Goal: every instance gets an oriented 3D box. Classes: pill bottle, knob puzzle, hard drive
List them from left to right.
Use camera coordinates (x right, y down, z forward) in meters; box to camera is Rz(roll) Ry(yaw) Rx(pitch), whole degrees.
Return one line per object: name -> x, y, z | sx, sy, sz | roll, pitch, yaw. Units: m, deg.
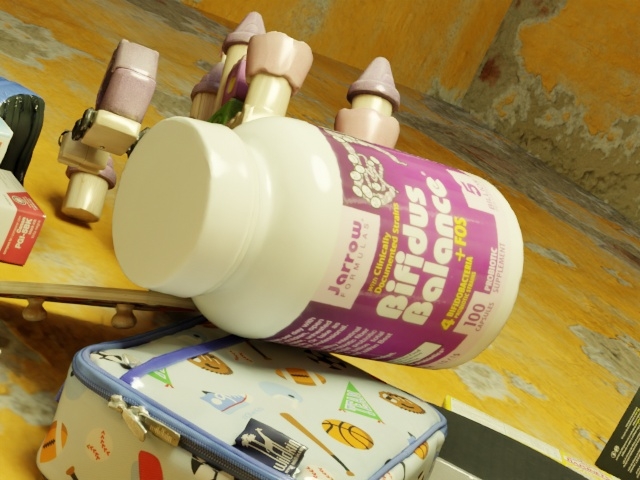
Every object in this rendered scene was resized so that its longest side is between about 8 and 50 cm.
knob puzzle -> -0.178, 0.054, 1.106 | 0.213, 0.030, 0.213 | 5, -6, 0
pill bottle -> 0.000, 0.000, 1.061 | 0.302, 0.169, 0.169 | 13, 19, -39
hard drive -> 0.176, 0.230, 1.210 | 0.255, 0.054, 0.172 | 27, 14, 3

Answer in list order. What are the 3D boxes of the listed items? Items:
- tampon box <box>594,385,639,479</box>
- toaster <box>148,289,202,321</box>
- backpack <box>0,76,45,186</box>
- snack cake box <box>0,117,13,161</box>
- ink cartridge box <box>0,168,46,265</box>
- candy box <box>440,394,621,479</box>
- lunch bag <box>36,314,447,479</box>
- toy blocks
tampon box -> 0.401, 0.244, 1.462 | 0.120, 0.101, 0.161 | 13, 19, -40
toaster -> -0.067, 0.032, 1.248 | 0.146, 0.129, 0.227 | 33, -15, 10
backpack -> -0.340, -0.109, 1.379 | 0.101, 0.120, 0.098 | 30, 15, 14
snack cake box -> -0.394, -0.067, 1.064 | 0.264, 0.152, 0.089 | 16, 17, -36
ink cartridge box -> -0.333, -0.034, 1.254 | 0.135, 0.056, 0.099 | 15, 19, -41
candy box -> 0.211, 0.222, 1.358 | 0.206, 0.027, 0.105 | 26, 11, -1
lunch bag -> -0.054, 0.142, 1.006 | 0.243, 0.115, 0.303 | 28, 13, 18
toy blocks -> -0.101, -0.140, 1.427 | 0.309, 0.260, 0.288 | 20, -21, -19
